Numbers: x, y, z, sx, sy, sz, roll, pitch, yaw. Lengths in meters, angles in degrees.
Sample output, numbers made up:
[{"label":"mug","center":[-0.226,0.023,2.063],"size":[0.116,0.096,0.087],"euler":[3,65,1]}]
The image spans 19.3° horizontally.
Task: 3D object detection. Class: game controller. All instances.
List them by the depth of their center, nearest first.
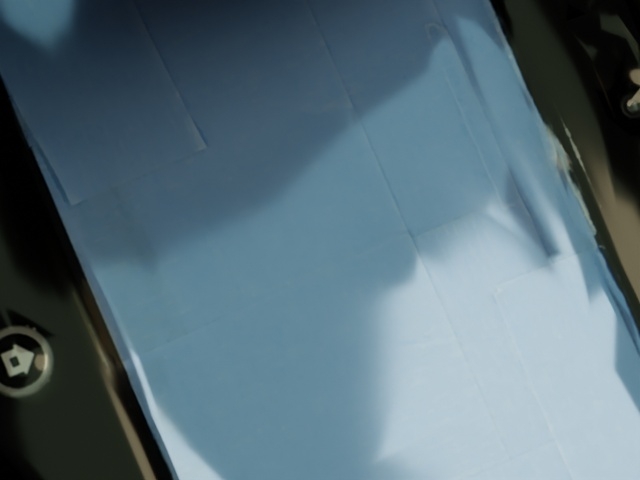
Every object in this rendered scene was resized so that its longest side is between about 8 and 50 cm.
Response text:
[{"label":"game controller","center":[0.000,0.000,0.382],"size":[0.166,0.067,0.319],"euler":[-22,86,-25]}]
